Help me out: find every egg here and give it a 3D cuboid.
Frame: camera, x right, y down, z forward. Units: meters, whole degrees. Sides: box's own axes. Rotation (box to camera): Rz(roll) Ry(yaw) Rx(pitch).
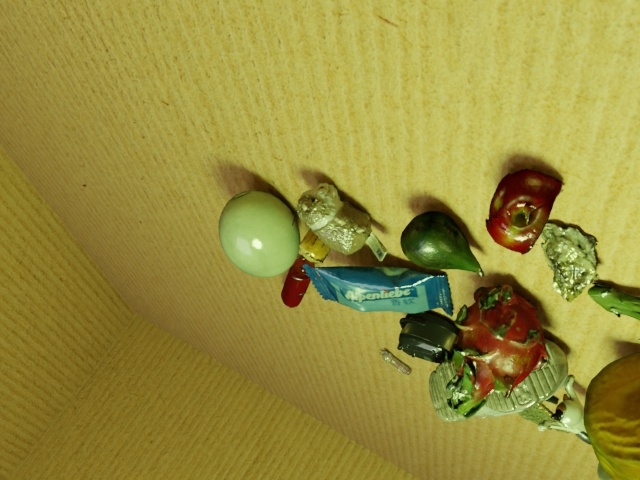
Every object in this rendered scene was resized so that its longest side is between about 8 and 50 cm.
[{"bbox_3d":[-0.143,-0.012,1.820,0.186,0.187,0.253,18,149,35],"label":"egg"}]

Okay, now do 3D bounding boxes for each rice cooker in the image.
[{"bbox_3d":[0.267,0.239,1.867,0.165,0.107,0.112,8,151,30],"label":"rice cooker"}]

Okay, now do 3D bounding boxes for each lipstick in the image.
[{"bbox_3d":[-0.067,0.121,2.149,0.073,0.073,0.280,33,159,4],"label":"lipstick"}]

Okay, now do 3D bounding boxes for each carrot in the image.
[{"bbox_3d":[0.605,0.333,1.385,0.241,0.242,0.341,19,154,35],"label":"carrot"}]

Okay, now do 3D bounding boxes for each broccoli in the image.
[{"bbox_3d":[0.535,0.121,1.267,0.204,0.122,0.118,29,147,53],"label":"broccoli"}]

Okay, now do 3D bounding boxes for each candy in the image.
[{"bbox_3d":[0.136,0.114,1.758,0.331,0.077,0.187,1,148,18],"label":"candy"}]

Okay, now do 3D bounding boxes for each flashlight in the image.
[{"bbox_3d":[0.224,0.368,2.292,0.110,0.031,0.052,36,158,-4],"label":"flashlight"}]

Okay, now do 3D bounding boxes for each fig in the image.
[{"bbox_3d":[0.239,0.012,1.450,0.177,0.117,0.117,23,162,-15],"label":"fig"}]

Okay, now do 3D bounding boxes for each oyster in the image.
[{"bbox_3d":[0.423,0.036,1.292,0.108,0.053,0.166,-1,133,41],"label":"oyster"}]

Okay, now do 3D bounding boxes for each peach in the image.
[{"bbox_3d":[0.314,-0.049,1.217,0.092,0.127,0.172,24,-177,5],"label":"peach"}]

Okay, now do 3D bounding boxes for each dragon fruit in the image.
[{"bbox_3d":[0.329,0.219,1.531,0.200,0.269,0.198,47,-174,-20],"label":"dragon fruit"}]

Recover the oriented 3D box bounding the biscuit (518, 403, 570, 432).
[{"bbox_3d":[0.539,0.435,1.998,0.203,0.016,0.144,42,157,-14],"label":"biscuit"}]

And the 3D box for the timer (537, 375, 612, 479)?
[{"bbox_3d":[0.618,0.434,1.686,0.266,0.175,0.175,39,159,1],"label":"timer"}]

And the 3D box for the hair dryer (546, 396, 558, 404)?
[{"bbox_3d":[0.543,0.362,1.834,0.079,0.031,0.083,22,149,4],"label":"hair dryer"}]

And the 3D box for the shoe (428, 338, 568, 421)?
[{"bbox_3d":[0.423,0.303,1.723,0.198,0.172,0.351,6,158,-39],"label":"shoe"}]

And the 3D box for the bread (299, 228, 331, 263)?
[{"bbox_3d":[0.000,0.000,1.749,0.072,0.106,0.053,45,157,-22],"label":"bread"}]

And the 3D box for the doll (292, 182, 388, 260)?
[{"bbox_3d":[0.048,-0.034,1.618,0.221,0.105,0.115,32,118,-12],"label":"doll"}]
